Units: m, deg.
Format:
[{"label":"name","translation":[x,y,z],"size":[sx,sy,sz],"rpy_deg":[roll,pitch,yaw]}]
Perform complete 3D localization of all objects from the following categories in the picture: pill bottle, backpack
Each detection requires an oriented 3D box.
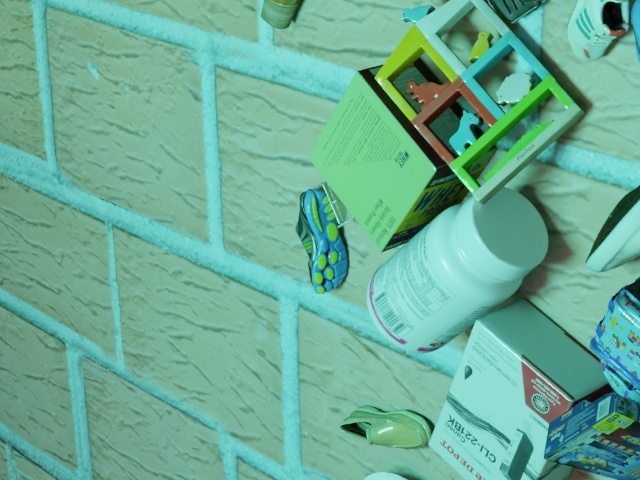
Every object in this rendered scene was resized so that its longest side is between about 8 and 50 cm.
[{"label":"pill bottle","translation":[0.203,0.044,2.061],"size":[0.160,0.160,0.283],"rpy_deg":[60,141,11]},{"label":"backpack","translation":[0.441,0.155,1.865],"size":[0.158,0.116,0.173],"rpy_deg":[47,139,27]}]

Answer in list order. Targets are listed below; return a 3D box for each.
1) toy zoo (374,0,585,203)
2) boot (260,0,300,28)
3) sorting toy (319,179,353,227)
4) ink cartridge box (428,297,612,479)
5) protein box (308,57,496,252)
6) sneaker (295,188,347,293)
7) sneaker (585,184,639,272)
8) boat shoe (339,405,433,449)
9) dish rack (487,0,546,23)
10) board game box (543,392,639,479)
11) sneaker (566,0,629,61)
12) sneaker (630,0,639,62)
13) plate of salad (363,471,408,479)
[{"label":"toy zoo","translation":[0.208,-0.222,1.959],"size":[0.192,0.030,0.293],"rpy_deg":[-43,69,12]},{"label":"boot","translation":[-0.100,-0.459,2.275],"size":[0.197,0.073,0.152],"rpy_deg":[36,133,19]},{"label":"sorting toy","translation":[0.050,-0.075,2.290],"size":[0.075,0.045,0.083],"rpy_deg":[-26,85,44]},{"label":"ink cartridge box","translation":[0.297,0.259,2.080],"size":[0.197,0.114,0.273],"rpy_deg":[41,134,30]},{"label":"protein box","translation":[0.121,-0.132,2.101],"size":[0.201,0.136,0.200],"rpy_deg":[53,138,21]},{"label":"sneaker","translation":[0.000,0.000,2.373],"size":[0.078,0.067,0.188],"rpy_deg":[-149,47,-66]},{"label":"sneaker","translation":[0.447,-0.014,1.796],"size":[0.123,0.106,0.290],"rpy_deg":[33,150,-1]},{"label":"boat shoe","translation":[0.108,0.329,2.368],"size":[0.190,0.072,0.068],"rpy_deg":[-2,104,50]},{"label":"dish rack","translation":[0.278,-0.419,1.840],"size":[0.271,0.074,0.208],"rpy_deg":[-32,80,51]},{"label":"board game box","translation":[0.434,0.275,1.869],"size":[0.194,0.060,0.194],"rpy_deg":[22,148,-11]},{"label":"sneaker","translation":[0.361,-0.276,1.777],"size":[0.161,0.057,0.075],"rpy_deg":[95,164,-52]},{"label":"sneaker","translation":[0.446,-0.213,1.749],"size":[0.082,0.069,0.209],"rpy_deg":[-156,44,-78]},{"label":"plate of salad","translation":[0.149,0.486,2.410],"size":[0.199,0.048,0.200],"rpy_deg":[23,129,32]}]
